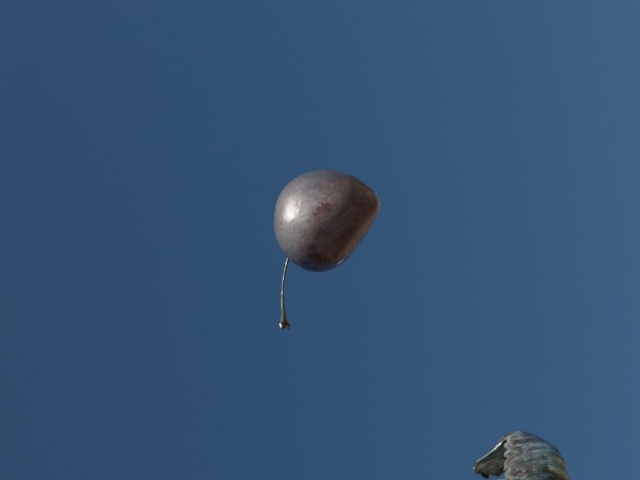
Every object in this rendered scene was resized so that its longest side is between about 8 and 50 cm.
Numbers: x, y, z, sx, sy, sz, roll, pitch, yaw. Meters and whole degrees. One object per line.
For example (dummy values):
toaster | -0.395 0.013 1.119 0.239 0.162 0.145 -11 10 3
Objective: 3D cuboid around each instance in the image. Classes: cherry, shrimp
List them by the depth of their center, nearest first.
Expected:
shrimp | 0.227 0.327 1.487 0.221 0.166 0.410 36 -151 -9
cherry | 0.007 -0.001 1.681 0.115 0.148 0.188 62 -155 -56
